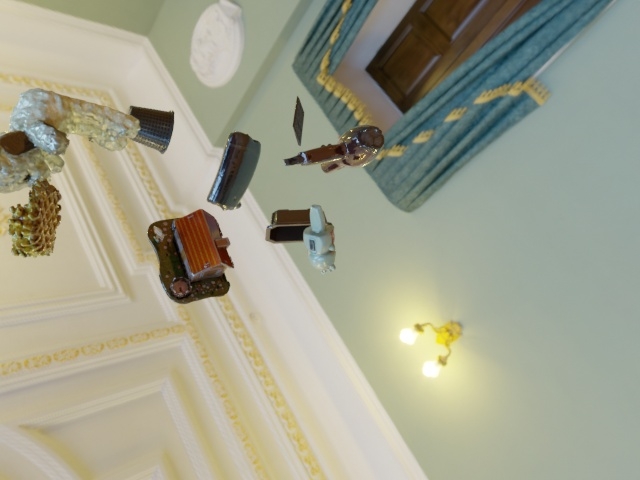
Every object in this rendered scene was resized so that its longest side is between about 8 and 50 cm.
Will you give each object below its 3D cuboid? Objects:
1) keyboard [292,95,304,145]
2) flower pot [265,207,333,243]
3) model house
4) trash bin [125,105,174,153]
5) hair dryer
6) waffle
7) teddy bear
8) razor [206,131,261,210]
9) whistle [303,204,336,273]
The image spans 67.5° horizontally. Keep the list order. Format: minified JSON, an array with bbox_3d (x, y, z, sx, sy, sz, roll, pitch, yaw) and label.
[{"bbox_3d":[-0.060,-0.333,1.324,0.198,0.010,0.064,-88,-17,-51],"label":"keyboard"},{"bbox_3d":[-0.085,-0.062,1.814,0.250,0.179,0.084,-2,-112,-9],"label":"flower pot"},{"bbox_3d":[-0.383,0.023,1.448,0.207,0.154,0.294,-10,-114,-37],"label":"model house"},{"bbox_3d":[-0.657,-0.430,1.819,0.161,0.175,0.175,10,-136,-32],"label":"trash bin"},{"bbox_3d":[0.005,-0.258,1.502,0.340,0.312,0.123,-18,-90,-34],"label":"hair dryer"},{"bbox_3d":[-0.693,-0.056,1.168,0.070,0.197,0.193,9,-175,-12],"label":"waffle"},{"bbox_3d":[-0.745,-0.215,1.329,0.375,0.327,0.362,18,-109,-35],"label":"teddy bear"},{"bbox_3d":[-0.376,-0.299,2.114,0.113,0.349,0.204,22,-175,23],"label":"razor"},{"bbox_3d":[-0.002,0.001,1.552,0.101,0.253,0.106,-4,-151,9],"label":"whistle"}]
